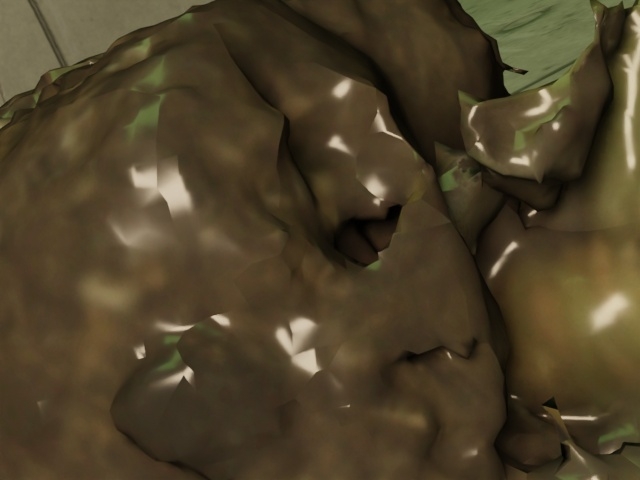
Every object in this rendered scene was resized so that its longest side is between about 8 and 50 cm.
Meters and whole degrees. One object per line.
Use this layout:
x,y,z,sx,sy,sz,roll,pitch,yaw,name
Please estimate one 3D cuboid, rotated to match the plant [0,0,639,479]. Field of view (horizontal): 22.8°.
0.021,0.036,0.402,0.312,0.215,0.213,-14,14,32,plant
